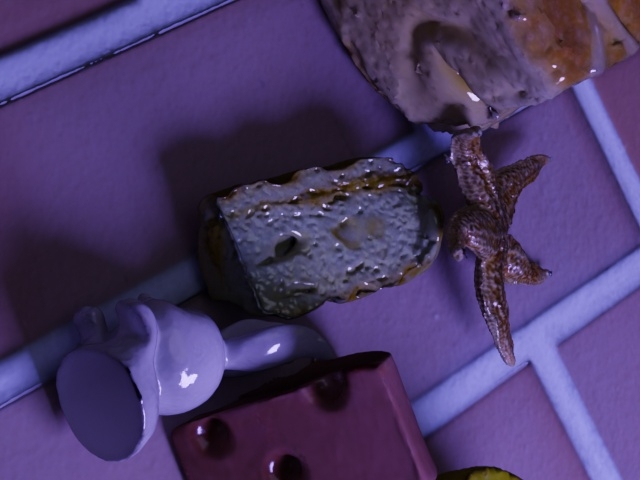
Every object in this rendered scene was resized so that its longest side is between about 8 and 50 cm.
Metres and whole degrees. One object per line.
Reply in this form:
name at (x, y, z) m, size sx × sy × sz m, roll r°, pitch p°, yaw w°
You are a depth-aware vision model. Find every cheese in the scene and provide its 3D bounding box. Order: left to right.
cheese at (0.013, 0.161, 1.535) m, size 0.203 × 0.177 × 0.128 m, roll -20°, pitch 90°, yaw -37°

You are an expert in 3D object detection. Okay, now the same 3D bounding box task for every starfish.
starfish at (0.167, -0.003, 1.724) m, size 0.277 × 0.062 × 0.235 m, roll -46°, pitch 125°, yaw -63°

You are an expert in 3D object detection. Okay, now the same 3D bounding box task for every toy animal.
toy animal at (-0.106, 0.085, 1.517) m, size 0.221 × 0.104 × 0.130 m, roll -23°, pitch 80°, yaw -41°

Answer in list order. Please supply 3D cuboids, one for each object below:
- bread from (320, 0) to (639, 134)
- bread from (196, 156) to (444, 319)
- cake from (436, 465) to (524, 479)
bread at (0.181, -0.329, 1.725) m, size 0.371 × 0.279 × 0.390 m, roll -35°, pitch 99°, yaw -34°
bread at (0.000, 0.000, 1.632) m, size 0.232 × 0.088 × 0.128 m, roll -15°, pitch 77°, yaw -32°
cake at (0.117, 0.329, 1.586) m, size 0.179 × 0.156 × 0.260 m, roll 42°, pitch 59°, yaw -12°
